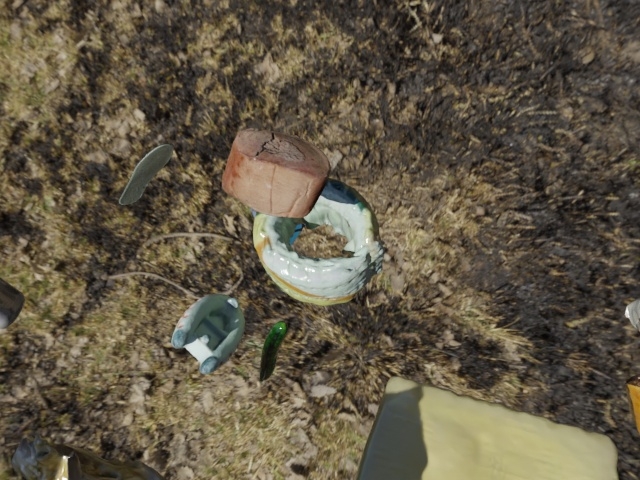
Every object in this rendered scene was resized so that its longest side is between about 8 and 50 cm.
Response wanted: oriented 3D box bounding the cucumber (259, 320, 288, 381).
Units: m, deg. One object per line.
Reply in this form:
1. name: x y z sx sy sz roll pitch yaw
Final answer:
1. cucumber: -0.139 0.316 1.535 0.056 0.284 0.056 11 43 -10

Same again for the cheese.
1. cheese: 0.164 0.301 0.579 0.265 0.124 0.243 13 46 15

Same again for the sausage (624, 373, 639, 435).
1. sausage: 0.483 0.296 0.682 0.108 0.109 0.271 -19 73 0

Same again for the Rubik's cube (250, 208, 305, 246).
1. Rubik's cube: -0.163 -0.060 1.528 0.190 0.178 0.211 33 93 16

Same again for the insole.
1. insole: -0.417 -0.153 1.275 0.232 0.080 0.003 -42 71 33

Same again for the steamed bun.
1. steamed bun: -0.079 -0.117 0.944 0.174 0.145 0.107 16 50 -9

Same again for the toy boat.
1. toy boat: -0.220 0.180 1.119 0.134 0.208 0.079 43 116 -5

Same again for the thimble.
1. thimble: 0.000 0.000 1.172 0.287 0.167 0.254 21 68 12

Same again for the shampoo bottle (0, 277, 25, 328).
1. shampoo bottle: -0.492 0.054 0.745 0.040 0.080 0.165 -39 119 8

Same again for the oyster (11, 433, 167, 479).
1. oyster: -0.131 0.267 0.407 0.275 0.271 0.100 36 83 -15

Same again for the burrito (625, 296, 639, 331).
1. burrito: 0.521 0.116 0.698 0.139 0.445 0.101 40 96 15
